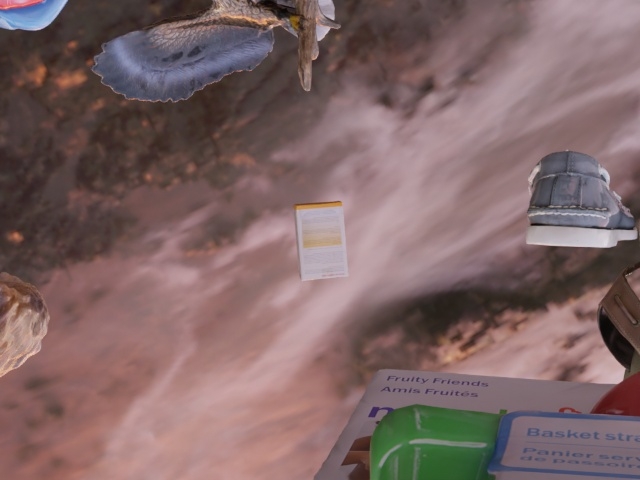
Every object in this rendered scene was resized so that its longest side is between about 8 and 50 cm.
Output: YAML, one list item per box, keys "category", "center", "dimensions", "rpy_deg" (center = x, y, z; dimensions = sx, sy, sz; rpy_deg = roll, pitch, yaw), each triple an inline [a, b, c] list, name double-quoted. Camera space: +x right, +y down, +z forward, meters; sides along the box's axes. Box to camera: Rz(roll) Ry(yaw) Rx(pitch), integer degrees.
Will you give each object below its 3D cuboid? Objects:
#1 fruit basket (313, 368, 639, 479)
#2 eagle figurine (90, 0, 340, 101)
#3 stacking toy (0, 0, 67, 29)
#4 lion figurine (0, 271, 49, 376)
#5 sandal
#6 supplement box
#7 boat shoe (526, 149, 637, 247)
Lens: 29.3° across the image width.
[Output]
- category: "fruit basket"
  center: [0.146, 0.111, 0.508]
  dimensions: [0.327, 0.165, 0.353]
  rpy_deg: [2, -160, 15]
- category: "eagle figurine"
  center: [-0.139, -0.315, 1.611]
  dimensions: [0.298, 0.226, 0.225]
  rpy_deg: [0, 135, 24]
- category: "stacking toy"
  center: [-0.266, -0.312, 1.049]
  dimensions: [0.165, 0.175, 0.302]
  rpy_deg: [-64, -167, -16]
- category: "lion figurine"
  center: [-0.428, 0.046, 1.281]
  dimensions: [0.240, 0.142, 0.392]
  rpy_deg: [-35, 149, -19]
- category: "sandal"
  center: [0.347, 0.103, 1.344]
  dimensions: [0.086, 0.302, 0.120]
  rpy_deg: [13, 166, -2]
- category: "supplement box"
  center: [0.000, 0.000, 1.584]
  dimensions: [0.062, 0.098, 0.036]
  rpy_deg: [-4, -175, -8]
- category: "boat shoe"
  center: [0.278, -0.048, 1.309]
  dimensions: [0.116, 0.099, 0.319]
  rpy_deg: [2, -176, 17]
